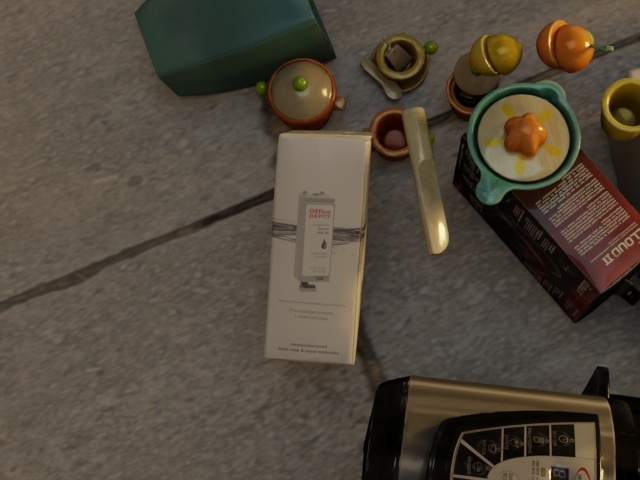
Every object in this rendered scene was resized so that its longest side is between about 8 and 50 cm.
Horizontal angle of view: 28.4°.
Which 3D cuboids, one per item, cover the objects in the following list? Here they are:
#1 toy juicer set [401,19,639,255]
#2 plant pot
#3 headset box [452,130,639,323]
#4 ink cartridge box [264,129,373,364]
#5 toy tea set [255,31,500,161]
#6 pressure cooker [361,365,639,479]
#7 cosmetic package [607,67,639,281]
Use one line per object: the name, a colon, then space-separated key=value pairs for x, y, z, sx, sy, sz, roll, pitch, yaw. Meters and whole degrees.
toy juicer set: x=0.222 y=-0.152 z=1.522 sx=0.329 sy=0.089 sz=0.209 roll=-30 pitch=77 yaw=-5
plant pot: x=-0.125 y=-0.303 z=1.770 sx=0.234 sy=0.165 sz=0.166 roll=-24 pitch=77 yaw=6
headset box: x=0.309 y=-0.028 z=1.645 sx=0.110 sy=0.218 sz=0.293 roll=-38 pitch=77 yaw=-6
ink cartridge box: x=0.000 y=0.000 z=1.626 sx=0.117 sy=0.207 sz=0.283 roll=4 pitch=96 yaw=2
toy tea set: x=0.082 y=-0.197 z=1.745 sx=0.336 sy=0.124 sz=0.200 roll=-26 pitch=77 yaw=-2
pressure cooker: x=0.251 y=0.351 z=1.497 sx=0.420 sy=0.375 sz=0.370 roll=7 pitch=109 yaw=5
cosmetic package: x=0.491 y=-0.025 z=1.636 sx=0.156 sy=0.217 sz=0.385 roll=-9 pitch=79 yaw=2
